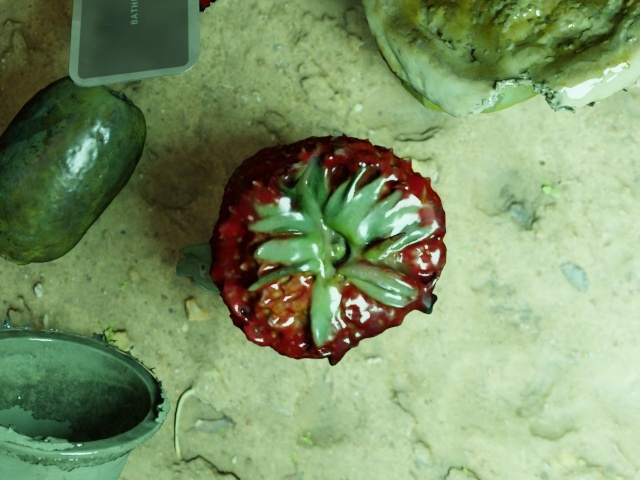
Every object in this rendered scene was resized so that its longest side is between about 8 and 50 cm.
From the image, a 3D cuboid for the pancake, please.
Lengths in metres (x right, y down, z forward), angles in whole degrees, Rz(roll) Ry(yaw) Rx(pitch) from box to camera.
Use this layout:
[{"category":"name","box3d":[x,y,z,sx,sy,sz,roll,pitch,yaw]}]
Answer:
[{"category":"pancake","box3d":[0.228,-0.302,0.799,0.382,0.071,0.382,-4,72,11]}]

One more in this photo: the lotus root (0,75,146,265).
[{"category":"lotus root","box3d":[-0.358,-0.095,0.969,0.160,0.152,0.275,35,94,23]}]

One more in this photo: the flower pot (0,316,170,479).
[{"category":"flower pot","box3d":[-0.355,0.271,0.889,0.290,0.290,0.259,24,106,20]}]

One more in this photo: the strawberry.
[{"category":"strawberry","box3d":[-0.001,-0.004,0.815,0.261,0.257,0.261,0,95,-4]}]

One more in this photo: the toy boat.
[{"category":"toy boat","box3d":[0.178,-0.188,0.839,0.172,0.065,0.066,9,59,16]}]

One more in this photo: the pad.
[{"category":"pad","box3d":[-0.251,-0.326,0.965,0.176,0.002,0.266,-7,67,3]}]

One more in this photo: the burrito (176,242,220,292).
[{"category":"burrito","box3d":[-0.134,0.038,0.934,0.118,0.044,0.074,0,88,16]}]

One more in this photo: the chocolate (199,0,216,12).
[{"category":"chocolate","box3d":[-0.203,-0.391,1.013,0.086,0.028,0.182,-32,75,15]}]
